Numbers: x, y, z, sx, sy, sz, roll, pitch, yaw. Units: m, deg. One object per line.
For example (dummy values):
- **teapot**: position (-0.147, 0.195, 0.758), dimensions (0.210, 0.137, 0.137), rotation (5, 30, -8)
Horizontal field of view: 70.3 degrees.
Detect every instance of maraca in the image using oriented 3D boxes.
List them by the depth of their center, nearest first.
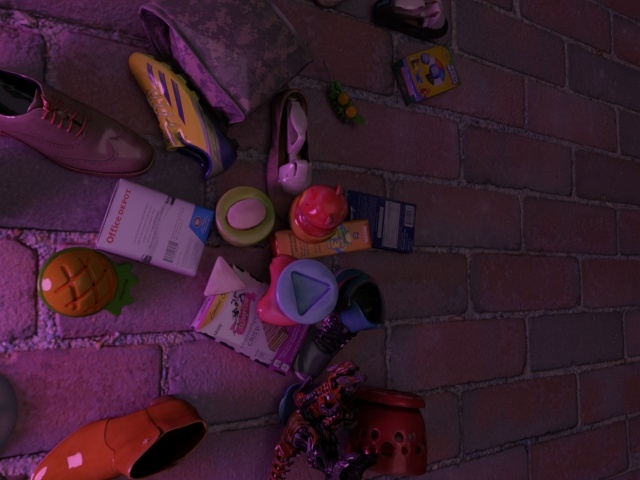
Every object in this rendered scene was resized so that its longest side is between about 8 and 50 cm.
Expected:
- **maraca**: position (-0.423, 0.080, 0.839), dimensions (0.185, 0.099, 0.128), rotation (23, 78, -53)

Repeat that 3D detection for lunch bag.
- **lunch bag**: position (-0.200, -0.417, 0.953), dimensions (0.235, 0.168, 0.287), rotation (-48, 113, -23)

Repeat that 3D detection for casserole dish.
- **casserole dish**: position (-0.019, 0.392, 1.074), dimensions (0.188, 0.037, 0.114), rotation (11, 81, -29)

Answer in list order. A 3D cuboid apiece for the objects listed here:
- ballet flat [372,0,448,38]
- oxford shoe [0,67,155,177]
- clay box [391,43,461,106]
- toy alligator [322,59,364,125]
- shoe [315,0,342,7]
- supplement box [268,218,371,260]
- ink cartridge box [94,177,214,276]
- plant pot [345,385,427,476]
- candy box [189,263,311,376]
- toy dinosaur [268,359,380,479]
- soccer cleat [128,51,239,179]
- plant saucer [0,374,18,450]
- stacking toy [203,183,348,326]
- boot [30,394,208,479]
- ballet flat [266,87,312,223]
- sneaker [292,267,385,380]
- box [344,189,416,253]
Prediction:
- **ballet flat**: position (0.278, -0.628, 1.273), dimensions (0.280, 0.096, 0.096), rotation (-8, 90, -29)
- **oxford shoe**: position (-0.468, -0.205, 0.810), dimensions (0.347, 0.130, 0.123), rotation (17, 78, -27)
- **clay box**: position (0.318, -0.482, 1.310), dimensions (0.221, 0.053, 0.128), rotation (-28, 101, -27)
- **toy alligator**: position (0.044, -0.361, 1.154), dimensions (0.051, 0.056, 0.190), rotation (-33, 106, 15)
- **shoe**: position (0.067, -0.676, 1.181), dimensions (0.219, 0.058, 0.077), rotation (-42, 106, -25)
- **supplement box**: position (0.000, 0.000, 1.067), dimensions (0.233, 0.080, 0.078), rotation (-10, 90, -21)
- **ink cartridge box**: position (-0.327, -0.021, 0.904), dimensions (0.190, 0.082, 0.140), rotation (20, 77, -25)
- **plant pot**: position (0.164, 0.448, 1.086), dimensions (0.190, 0.191, 0.174), rotation (17, 74, -27)
- **candy box**: position (-0.142, 0.176, 0.999), dimensions (0.233, 0.071, 0.159), rotation (33, 71, -22)
- **toy dinosaur**: position (0.001, 0.421, 0.978), dimensions (0.164, 0.218, 0.322), rotation (6, 116, -53)
- **soccer cleat**: position (-0.295, -0.252, 0.934), dimensions (0.121, 0.093, 0.289), rotation (-47, 108, -16)
- **plant saucer**: position (-0.615, 0.302, 0.748), dimensions (0.194, 0.037, 0.195), rotation (2, 86, -28)
- **stacking toy**: position (-0.080, 0.012, 0.922), dimensions (0.279, 0.130, 0.310), rotation (12, 76, -18)
- **boot**: position (-0.352, 0.373, 0.789), dimensions (0.294, 0.211, 0.104), rotation (-27, 99, -27)
- **ballet flat**: position (-0.066, -0.198, 1.047), dimensions (0.107, 0.106, 0.317), rotation (-4, 89, -29)
- **sneaker**: position (0.055, 0.197, 1.046), dimensions (0.123, 0.178, 0.296), rotation (34, 72, -23)
- **box**: position (0.150, -0.047, 1.196), dimensions (0.225, 0.036, 0.137), rotation (10, 82, -27)
